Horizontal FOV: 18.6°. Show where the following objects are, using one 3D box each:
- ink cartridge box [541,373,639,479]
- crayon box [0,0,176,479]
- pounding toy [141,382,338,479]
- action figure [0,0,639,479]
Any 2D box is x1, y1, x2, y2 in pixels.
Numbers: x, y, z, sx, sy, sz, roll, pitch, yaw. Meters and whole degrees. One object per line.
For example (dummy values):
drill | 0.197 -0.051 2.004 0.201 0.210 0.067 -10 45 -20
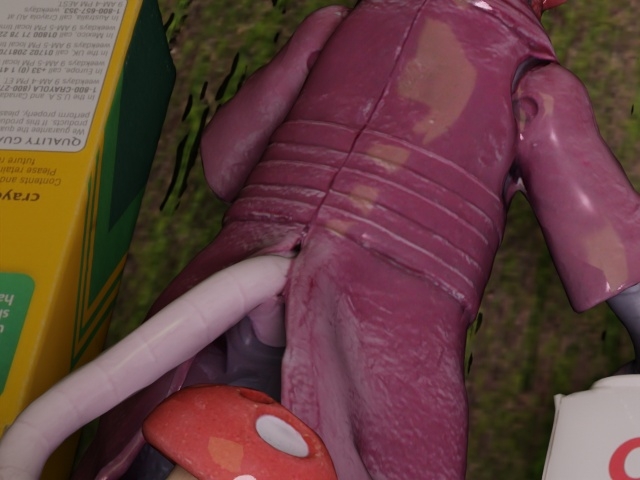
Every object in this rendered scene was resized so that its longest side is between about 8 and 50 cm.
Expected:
ink cartridge box | 0.163 0.200 0.553 0.223 0.129 0.307 -4 56 32
crayon box | -0.197 0.012 0.868 0.203 0.083 0.323 2 49 11
pounding toy | 0.000 0.118 0.459 0.237 0.183 0.110 36 82 15
action figure | 0.000 0.000 0.739 0.248 0.275 0.370 13 67 27
